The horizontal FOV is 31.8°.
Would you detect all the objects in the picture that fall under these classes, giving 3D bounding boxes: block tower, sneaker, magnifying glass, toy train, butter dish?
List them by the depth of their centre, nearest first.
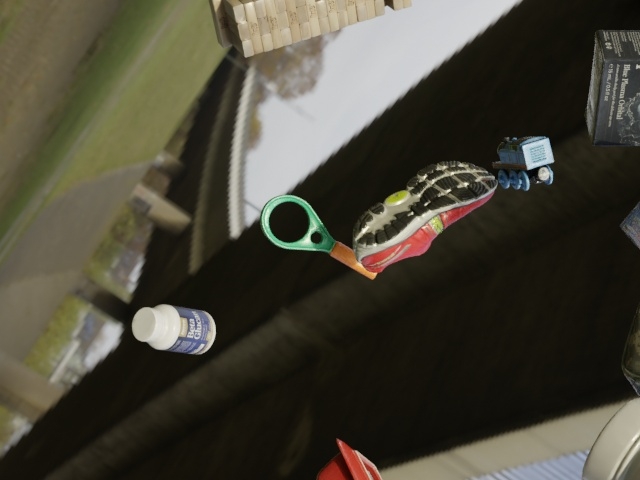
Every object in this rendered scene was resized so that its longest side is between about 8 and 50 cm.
[{"bbox_3d":[0.044,0.418,1.783,0.118,0.160,0.160,-31,-122,4],"label":"butter dish"},{"bbox_3d":[-0.006,-0.394,1.828,0.336,0.091,0.097,-20,-146,-14],"label":"block tower"},{"bbox_3d":[0.173,-0.038,1.898,0.279,0.107,0.118,-27,141,-14],"label":"sneaker"},{"bbox_3d":[0.000,0.000,1.949,0.092,0.231,0.026,-61,-166,-8],"label":"magnifying glass"},{"bbox_3d":[0.421,-0.164,2.338,0.080,0.105,0.184,-15,-171,-13],"label":"toy train"}]

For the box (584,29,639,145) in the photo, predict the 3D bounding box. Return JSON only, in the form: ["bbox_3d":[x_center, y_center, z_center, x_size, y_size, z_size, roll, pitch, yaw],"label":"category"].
[{"bbox_3d":[0.495,-0.231,1.708,0.093,0.158,0.156,-84,173,-51],"label":"box"}]

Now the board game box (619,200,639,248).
[{"bbox_3d":[0.514,-0.074,1.555,0.194,0.060,0.194,-40,167,4],"label":"board game box"}]

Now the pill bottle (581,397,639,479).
[{"bbox_3d":[0.590,0.404,1.691,0.204,0.361,0.204,-31,139,-32],"label":"pill bottle"}]

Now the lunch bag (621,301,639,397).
[{"bbox_3d":[0.681,0.212,1.848,0.305,0.256,0.212,-2,-129,42],"label":"lunch bag"}]

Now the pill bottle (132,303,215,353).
[{"bbox_3d":[-0.304,0.182,2.315,0.094,0.169,0.094,-8,-104,35],"label":"pill bottle"}]
